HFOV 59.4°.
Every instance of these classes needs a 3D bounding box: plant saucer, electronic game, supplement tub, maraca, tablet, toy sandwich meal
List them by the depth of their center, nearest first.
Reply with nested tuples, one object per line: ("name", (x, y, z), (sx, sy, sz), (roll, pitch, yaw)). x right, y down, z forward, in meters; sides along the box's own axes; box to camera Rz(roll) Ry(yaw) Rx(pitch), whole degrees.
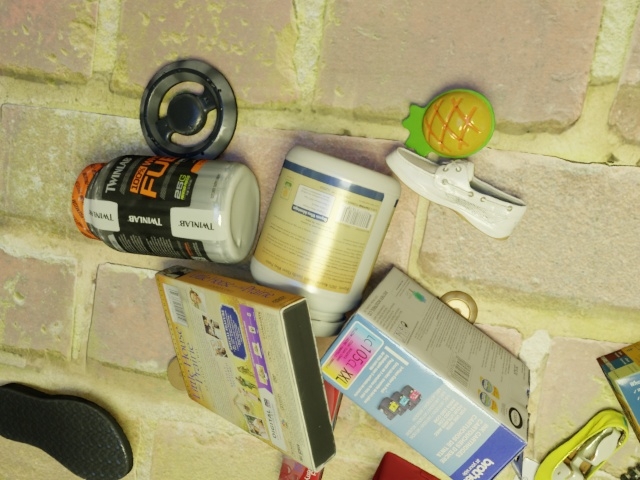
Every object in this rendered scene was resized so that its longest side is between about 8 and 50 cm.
("maraca", (0.239, -0.217, 1.063), (0.186, 0.099, 0.127), (-4, 97, 39))
("supplement tub", (0.000, 0.000, 1.065), (0.229, 0.228, 0.316), (21, 99, 11))
("tablet", (0.417, 0.480, 1.120), (0.054, 0.006, 0.083), (25, 99, 11))
("plant saucer", (0.272, 0.142, 1.122), (0.084, 0.015, 0.083), (1, 94, 13))
("supplement tub", (-0.310, -0.068, 1.145), (0.338, 0.207, 0.206), (5, 96, 12))
("electronic game", (-0.285, -0.270, 1.204), (0.230, 0.048, 0.229), (1, 96, 15))
("toy sandwich meal", (-0.307, 0.301, 1.267), (0.086, 0.029, 0.085), (0, 91, 17))

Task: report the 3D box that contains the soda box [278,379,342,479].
("soda box", (-0.016, 0.398, 1.172), (0.084, 0.092, 0.263), (14, 97, 11))

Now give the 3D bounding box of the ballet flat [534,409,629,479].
("ballet flat", (0.491, 0.415, 1.057), (0.077, 0.077, 0.231), (39, 100, 2))

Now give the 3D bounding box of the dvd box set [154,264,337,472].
("dvd box set", (-0.155, 0.219, 1.060), (0.421, 0.062, 0.307), (7, 113, 47))

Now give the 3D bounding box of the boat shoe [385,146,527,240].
("boat shoe", (0.257, -0.111, 1.054), (0.277, 0.098, 0.096), (30, 123, 1))

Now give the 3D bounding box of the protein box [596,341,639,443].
("protein box", (0.641, 0.277, 0.984), (0.200, 0.136, 0.201), (-27, 88, 14))

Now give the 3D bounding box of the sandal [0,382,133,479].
("sandal", (-0.594, 0.423, 1.318), (0.446, 0.107, 0.167), (12, 98, 25))

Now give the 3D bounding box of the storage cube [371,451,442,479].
("storage cube", (0.164, 0.569, 1.092), (0.215, 0.193, 0.183), (28, 100, 11))

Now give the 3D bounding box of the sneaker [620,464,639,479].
("sneaker", (0.614, 0.564, 1.036), (0.147, 0.130, 0.329), (13, 101, -2))

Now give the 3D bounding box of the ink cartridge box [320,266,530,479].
("ink cartridge box", (0.220, 0.250, 1.006), (0.396, 0.270, 0.151), (36, 114, 9))
